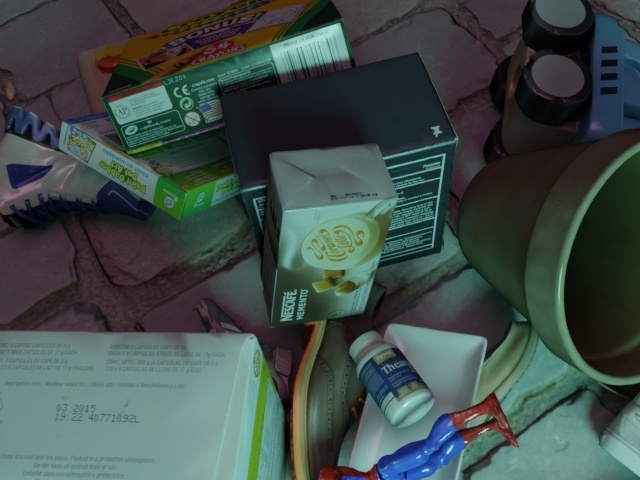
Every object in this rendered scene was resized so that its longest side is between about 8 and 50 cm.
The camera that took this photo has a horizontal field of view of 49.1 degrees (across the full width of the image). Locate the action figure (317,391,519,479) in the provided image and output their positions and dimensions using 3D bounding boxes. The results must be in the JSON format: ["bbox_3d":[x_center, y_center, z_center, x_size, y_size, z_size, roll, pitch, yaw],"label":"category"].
[{"bbox_3d":[0.101,0.297,0.812,0.280,0.091,0.139,-25,44,9],"label":"action figure"}]

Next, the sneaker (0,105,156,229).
[{"bbox_3d":[-0.443,-0.082,1.197,0.315,0.127,0.182,27,79,12],"label":"sneaker"}]

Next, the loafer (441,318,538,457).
[{"bbox_3d":[0.210,0.205,0.976,0.092,0.102,0.268,35,69,15],"label":"loafer"}]

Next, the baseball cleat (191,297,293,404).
[{"bbox_3d":[-0.109,0.164,1.055,0.109,0.072,0.206,-20,63,-24],"label":"baseball cleat"}]

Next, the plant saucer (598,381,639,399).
[{"bbox_3d":[0.464,0.146,1.027,0.198,0.036,0.199,-2,59,4],"label":"plant saucer"}]

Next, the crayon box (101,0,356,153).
[{"bbox_3d":[-0.145,-0.295,1.133,0.362,0.106,0.313,-17,32,2],"label":"crayon box"}]

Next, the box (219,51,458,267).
[{"bbox_3d":[0.030,-0.092,1.052,0.296,0.294,0.183,-14,60,-4],"label":"box"}]

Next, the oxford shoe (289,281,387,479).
[{"bbox_3d":[0.030,0.204,0.980,0.132,0.130,0.364,6,60,2],"label":"oxford shoe"}]

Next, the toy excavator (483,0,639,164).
[{"bbox_3d":[0.504,-0.154,1.116,0.445,0.222,0.433,12,63,2],"label":"toy excavator"}]

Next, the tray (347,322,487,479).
[{"bbox_3d":[0.123,0.244,0.915,0.145,0.030,0.270,6,63,27],"label":"tray"}]

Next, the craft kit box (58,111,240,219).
[{"bbox_3d":[-0.248,-0.143,1.155,0.246,0.061,0.250,27,27,17],"label":"craft kit box"}]

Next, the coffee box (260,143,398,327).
[{"bbox_3d":[0.000,0.000,0.909,0.141,0.246,0.098,-6,52,-14],"label":"coffee box"}]

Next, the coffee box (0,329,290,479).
[{"bbox_3d":[-0.230,0.324,0.807,0.337,0.334,0.338,1,58,6],"label":"coffee box"}]

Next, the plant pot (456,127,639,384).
[{"bbox_3d":[0.344,-0.005,0.963,0.323,0.323,0.280,-36,28,-16],"label":"plant pot"}]

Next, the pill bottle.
[{"bbox_3d":[0.089,0.177,0.910,0.067,0.067,0.120,-29,51,-12],"label":"pill bottle"}]

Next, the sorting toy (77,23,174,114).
[{"bbox_3d":[-0.353,-0.325,1.340,0.208,0.038,0.193,-22,61,-7],"label":"sorting toy"}]

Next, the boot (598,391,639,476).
[{"bbox_3d":[0.498,0.295,0.888,0.258,0.095,0.123,38,92,24],"label":"boot"}]
